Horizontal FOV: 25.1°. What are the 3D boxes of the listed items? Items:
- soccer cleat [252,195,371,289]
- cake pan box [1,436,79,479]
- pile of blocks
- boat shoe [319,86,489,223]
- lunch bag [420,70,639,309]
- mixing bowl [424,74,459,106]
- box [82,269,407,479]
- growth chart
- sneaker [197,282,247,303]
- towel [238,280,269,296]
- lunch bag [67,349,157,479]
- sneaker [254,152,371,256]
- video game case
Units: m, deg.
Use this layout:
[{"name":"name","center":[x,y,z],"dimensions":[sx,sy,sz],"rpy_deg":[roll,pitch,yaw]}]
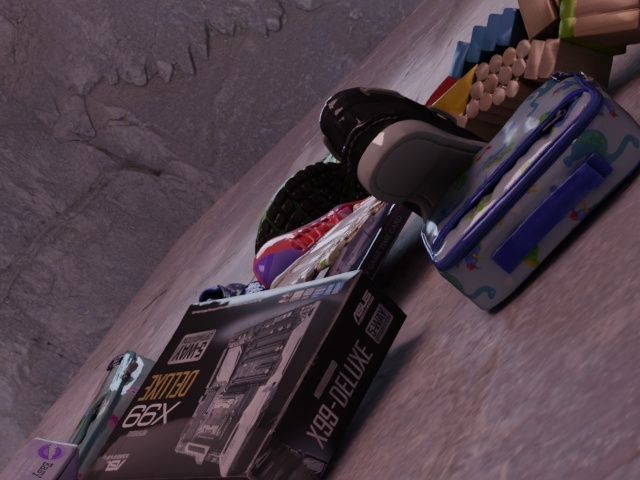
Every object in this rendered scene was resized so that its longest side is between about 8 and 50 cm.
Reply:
[{"name":"soccer cleat","center":[0.000,0.000,1.855],"dimensions":[0.248,0.083,0.095],"rpy_deg":[-24,-24,-55]},{"name":"cake pan box","center":[-0.362,0.399,1.697],"dimensions":[0.267,0.070,0.245],"rpy_deg":[-61,-17,-59]},{"name":"pile of blocks","center":[0.248,-0.201,1.525],"dimensions":[0.362,0.113,0.149],"rpy_deg":[-35,56,43]},{"name":"boat shoe","center":[0.100,-0.082,1.402],"dimensions":[0.114,0.091,0.302],"rpy_deg":[-47,-26,7]},{"name":"lunch bag","center":[0.189,-0.048,1.293],"dimensions":[0.219,0.090,0.176],"rpy_deg":[-47,11,13]},{"name":"mixing bowl","center":[0.188,-0.156,1.729],"dimensions":[0.181,0.098,0.181],"rpy_deg":[-48,9,10]},{"name":"box","center":[-0.082,0.162,1.447],"dimensions":[0.307,0.076,0.242],"rpy_deg":[-13,39,51]},{"name":"growth chart","center":[0.009,0.009,1.606],"dimensions":[0.237,0.021,0.172],"rpy_deg":[-45,7,-22]},{"name":"sneaker","center":[-0.152,0.102,2.299],"dimensions":[0.083,0.087,0.221],"rpy_deg":[-47,9,5]},{"name":"towel","center":[-0.100,0.176,1.769],"dimensions":[0.227,0.076,0.308],"rpy_deg":[-61,9,3]},{"name":"lunch bag","center":[-0.293,0.292,1.945],"dimensions":[0.279,0.108,0.224],"rpy_deg":[-61,4,18]},{"name":"sneaker","center":[0.015,-0.047,2.082],"dimensions":[0.343,0.134,0.146],"rpy_deg":[-44,-3,-42]},{"name":"video game case","center":[0.056,0.005,1.729],"dimensions":[0.274,0.026,0.196],"rpy_deg":[-59,8,3]}]
